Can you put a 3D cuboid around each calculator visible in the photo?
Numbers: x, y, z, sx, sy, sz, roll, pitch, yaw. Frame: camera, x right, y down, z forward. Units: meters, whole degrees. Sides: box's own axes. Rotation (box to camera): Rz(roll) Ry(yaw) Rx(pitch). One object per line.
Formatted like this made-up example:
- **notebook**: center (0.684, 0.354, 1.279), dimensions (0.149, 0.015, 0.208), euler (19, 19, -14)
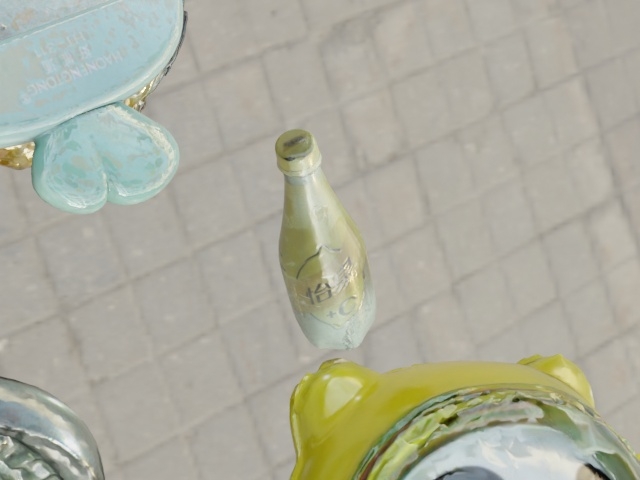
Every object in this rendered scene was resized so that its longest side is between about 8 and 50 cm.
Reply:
- **calculator**: center (-0.163, -0.145, 0.767), dimensions (0.184, 0.042, 0.295), euler (-28, 93, -38)

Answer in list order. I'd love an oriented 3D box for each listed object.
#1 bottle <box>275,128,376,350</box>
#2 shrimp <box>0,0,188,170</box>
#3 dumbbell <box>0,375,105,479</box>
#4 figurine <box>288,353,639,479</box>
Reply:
- **bottle**: center (0.000, 0.000, 1.453), dimensions (0.083, 0.083, 0.270), euler (-56, 153, -30)
- **shrimp**: center (-0.271, -0.269, 1.444), dimensions (0.272, 0.085, 0.445), euler (-14, 120, -7)
- **dumbbell**: center (-0.085, 0.103, 0.371), dimensions (0.081, 0.081, 0.254), euler (28, 28, -35)
- **figurine**: center (0.085, 0.229, 0.887), dimensions (0.323, 0.231, 0.340), euler (3, 73, -22)
